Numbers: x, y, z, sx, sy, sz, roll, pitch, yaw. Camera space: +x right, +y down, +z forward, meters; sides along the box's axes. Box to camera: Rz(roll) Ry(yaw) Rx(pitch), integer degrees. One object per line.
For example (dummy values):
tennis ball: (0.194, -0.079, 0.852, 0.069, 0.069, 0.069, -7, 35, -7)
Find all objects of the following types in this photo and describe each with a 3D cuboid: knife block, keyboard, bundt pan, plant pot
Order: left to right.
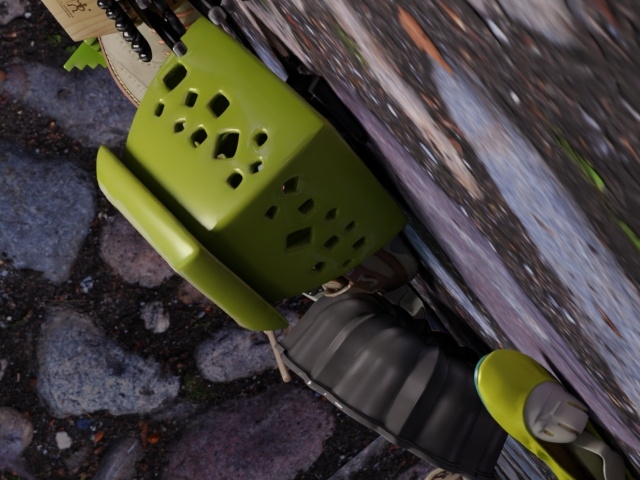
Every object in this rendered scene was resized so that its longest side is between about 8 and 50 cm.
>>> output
knife block: (-0.151, -0.288, 1.449, 0.088, 0.242, 0.276, 54, -140, -39)
plant pot: (-0.082, -0.053, 1.533, 0.227, 0.207, 0.228, 43, 179, 36)
keyboard: (-0.008, -0.141, 1.489, 0.108, 0.023, 0.180, 52, 176, -12)
bundt pan: (0.114, 0.169, 1.910, 0.331, 0.124, 0.331, 32, -175, -3)

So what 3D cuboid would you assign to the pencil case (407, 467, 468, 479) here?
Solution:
pencil case: (0.282, 0.440, 1.953, 0.410, 0.160, 0.183, 33, -167, -18)

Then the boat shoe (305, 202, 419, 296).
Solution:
boat shoe: (0.032, 0.006, 1.773, 0.123, 0.116, 0.324, 50, 177, 22)

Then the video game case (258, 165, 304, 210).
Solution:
video game case: (-0.074, -0.084, 1.859, 0.285, 0.025, 0.204, -128, 40, -60)

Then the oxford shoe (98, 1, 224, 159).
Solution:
oxford shoe: (-0.191, -0.251, 1.706, 0.397, 0.140, 0.146, 54, 171, -14)

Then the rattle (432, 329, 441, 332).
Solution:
rattle: (0.123, 0.174, 2.385, 0.200, 0.142, 0.130, -108, -3, -81)

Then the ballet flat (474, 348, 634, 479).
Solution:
ballet flat: (0.239, 0.186, 1.453, 0.077, 0.077, 0.231, 9, 146, 53)

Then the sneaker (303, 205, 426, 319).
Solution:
sneaker: (0.019, 0.040, 2.226, 0.330, 0.122, 0.146, 42, -175, 6)

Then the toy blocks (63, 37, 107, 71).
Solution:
toy blocks: (-0.198, -0.233, 2.090, 0.261, 0.191, 0.381, 39, 180, -11)

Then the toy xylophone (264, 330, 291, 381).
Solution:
toy xylophone: (0.042, 0.160, 2.244, 0.236, 0.081, 0.323, 11, -162, -23)
